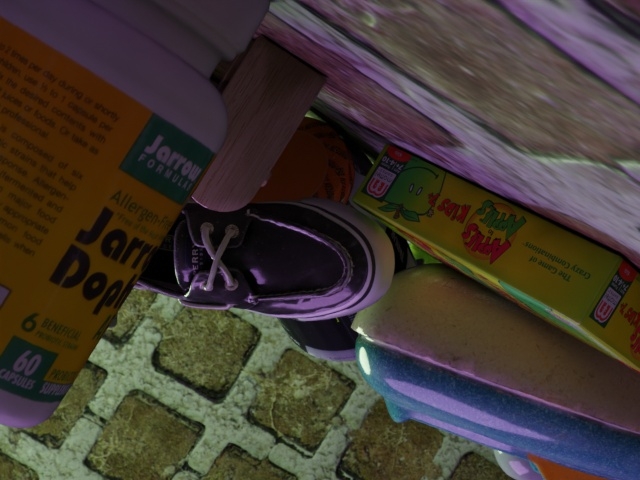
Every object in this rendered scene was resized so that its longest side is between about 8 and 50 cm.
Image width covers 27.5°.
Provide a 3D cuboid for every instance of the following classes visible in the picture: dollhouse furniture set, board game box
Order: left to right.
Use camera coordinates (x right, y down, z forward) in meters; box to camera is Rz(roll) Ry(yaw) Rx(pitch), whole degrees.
[{"bbox_3d":[-0.148,-0.082,0.756,0.242,0.161,0.212,32,179,-13],"label":"dollhouse furniture set"},{"bbox_3d":[0.111,0.009,0.758,0.181,0.043,0.092,31,179,44],"label":"board game box"}]

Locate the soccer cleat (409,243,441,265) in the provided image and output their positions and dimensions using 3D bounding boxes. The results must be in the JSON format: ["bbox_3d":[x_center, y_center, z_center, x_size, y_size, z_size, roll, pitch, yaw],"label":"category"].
[{"bbox_3d":[0.158,0.049,1.173,0.179,0.060,0.072,38,-170,14],"label":"soccer cleat"}]

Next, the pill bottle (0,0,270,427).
[{"bbox_3d":[-0.112,-0.036,0.556,0.118,0.208,0.117,32,179,1],"label":"pill bottle"}]

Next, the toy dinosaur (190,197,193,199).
[{"bbox_3d":[-0.136,-0.072,1.307,0.322,0.218,0.164,1,161,-19],"label":"toy dinosaur"}]

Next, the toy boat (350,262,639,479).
[{"bbox_3d":[0.159,0.115,0.932,0.268,0.148,0.318,18,180,14],"label":"toy boat"}]

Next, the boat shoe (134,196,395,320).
[{"bbox_3d":[-0.062,0.011,0.818,0.219,0.077,0.070,4,-171,29],"label":"boat shoe"}]

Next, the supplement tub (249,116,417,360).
[{"bbox_3d":[0.000,0.000,0.946,0.117,0.117,0.190,31,163,30],"label":"supplement tub"}]

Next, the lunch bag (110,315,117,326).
[{"bbox_3d":[-0.280,-0.060,0.900,0.287,0.235,0.169,-2,-160,-37],"label":"lunch bag"}]
